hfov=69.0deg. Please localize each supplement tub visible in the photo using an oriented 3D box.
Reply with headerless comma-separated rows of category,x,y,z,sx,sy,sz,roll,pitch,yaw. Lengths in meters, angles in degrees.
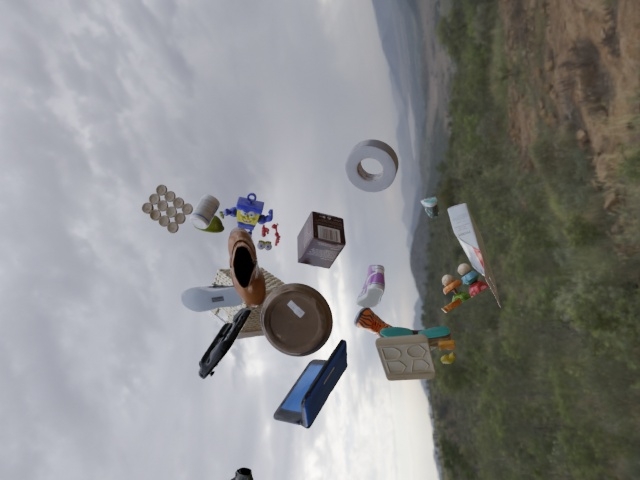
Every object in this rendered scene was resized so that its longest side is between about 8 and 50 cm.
supplement tub,-0.405,-0.100,1.632,0.071,0.071,0.107,67,-143,-50

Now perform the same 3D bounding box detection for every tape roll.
tape roll,0.219,-0.316,1.984,0.072,0.219,0.219,-65,-33,-50

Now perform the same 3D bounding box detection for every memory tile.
memory tile,-0.489,-0.100,1.485,0.113,0.148,0.012,-54,-10,-3

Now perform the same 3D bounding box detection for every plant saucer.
plant saucer,-0.093,0.295,1.710,0.041,0.278,0.277,-14,-84,-78

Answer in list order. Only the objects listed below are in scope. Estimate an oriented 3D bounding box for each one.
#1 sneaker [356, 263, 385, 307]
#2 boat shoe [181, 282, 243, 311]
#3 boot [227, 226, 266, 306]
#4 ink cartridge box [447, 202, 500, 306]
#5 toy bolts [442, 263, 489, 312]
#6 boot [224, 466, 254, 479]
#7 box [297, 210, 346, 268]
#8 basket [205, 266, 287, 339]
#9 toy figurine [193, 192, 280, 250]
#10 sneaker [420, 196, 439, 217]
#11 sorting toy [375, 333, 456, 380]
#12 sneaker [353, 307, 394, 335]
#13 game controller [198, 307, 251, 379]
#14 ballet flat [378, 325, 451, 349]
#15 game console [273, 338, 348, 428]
sneaker,0.242,0.205,2.164,0.282,0.102,0.161,116,164,-58
boat shoe,-0.452,0.239,2.026,0.105,0.306,0.113,-18,-83,-74
boot,-0.218,0.106,1.418,0.220,0.109,0.283,-132,35,-70
ink cartridge box,0.672,0.074,2.027,0.308,0.091,0.385,46,-146,-46
toy bolts,0.660,0.220,2.247,0.218,0.228,0.158,-17,-111,-45
boot,-0.369,1.017,1.983,0.077,0.198,0.137,-84,-12,-64
box,0.000,0.000,2.194,0.203,0.169,0.167,123,152,-44
basket,-0.376,0.317,2.445,0.331,0.328,0.266,1,-70,-46
toy figurine,-0.320,-0.126,1.910,0.191,0.363,0.217,-83,10,-49
sneaker,0.426,-0.126,1.798,0.166,0.065,0.076,-41,-63,-73
sorting toy,0.393,0.468,1.880,0.041,0.307,0.229,-71,-33,-56
sneaker,0.306,0.449,2.455,0.124,0.180,0.321,-61,-33,0
game controller,-0.321,0.343,1.596,0.067,0.166,0.319,47,-165,-9
ballet flat,0.454,0.483,2.234,0.116,0.343,0.124,-87,-8,-62
game console,-0.041,0.499,1.671,0.293,0.173,0.250,-51,-30,-39
